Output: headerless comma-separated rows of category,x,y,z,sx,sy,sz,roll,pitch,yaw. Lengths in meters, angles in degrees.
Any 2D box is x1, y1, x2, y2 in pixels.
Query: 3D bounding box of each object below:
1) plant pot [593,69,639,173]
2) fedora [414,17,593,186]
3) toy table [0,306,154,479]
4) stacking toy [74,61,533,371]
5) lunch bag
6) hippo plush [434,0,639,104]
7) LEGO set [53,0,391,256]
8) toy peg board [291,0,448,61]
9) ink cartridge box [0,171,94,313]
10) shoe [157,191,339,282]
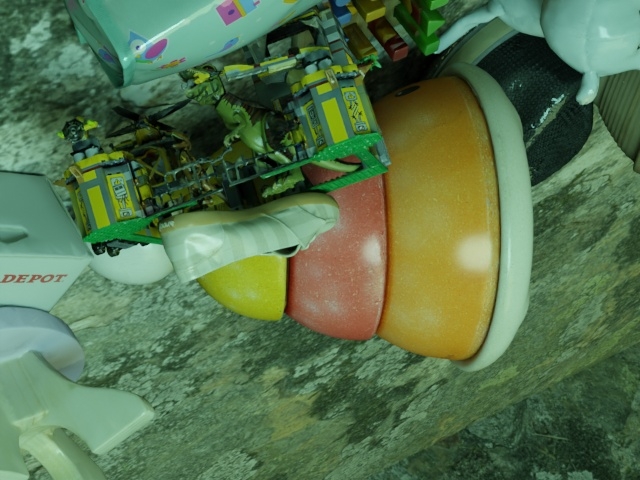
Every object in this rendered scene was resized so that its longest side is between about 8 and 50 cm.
plant pot,0.400,-0.202,1.340,0.237,0.109,0.237,-57,162,-29
fedora,0.259,-0.168,1.459,0.334,0.152,0.334,-27,155,-14
toy table,-0.302,0.183,1.121,0.252,0.161,0.274,-41,158,14
stacking toy,-0.031,-0.019,1.243,0.479,0.351,0.351,-2,148,-10
lunch bag,-0.099,-0.224,0.904,0.223,0.160,0.262,-30,-177,-8
hippo plush,0.277,-0.275,1.114,0.294,0.236,0.234,-2,115,-4
LEGO set,-0.091,-0.127,1.039,0.331,0.192,0.255,-20,172,18
toy peg board,0.059,-0.242,1.167,0.160,0.079,0.161,-26,154,-16
ink cartridge box,-0.398,0.063,1.117,0.289,0.121,0.211,-46,154,25
shoe,-0.060,-0.002,1.040,0.076,0.058,0.219,-24,170,42
